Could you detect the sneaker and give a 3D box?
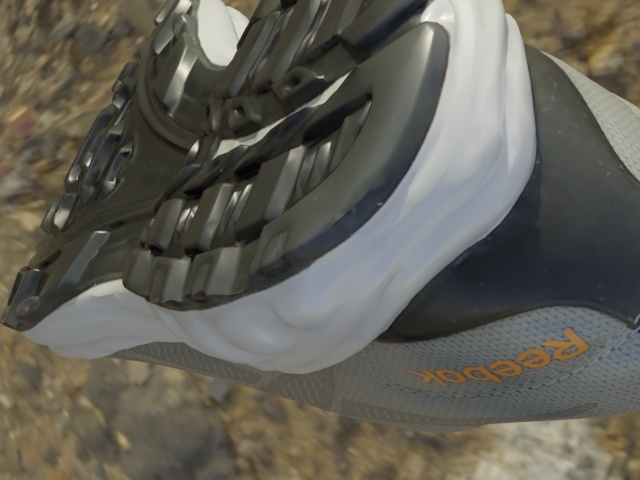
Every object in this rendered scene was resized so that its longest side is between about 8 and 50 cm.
[{"bbox_3d":[0.000,0.000,0.463,0.108,0.271,0.100,28,84,-19],"label":"sneaker"}]
